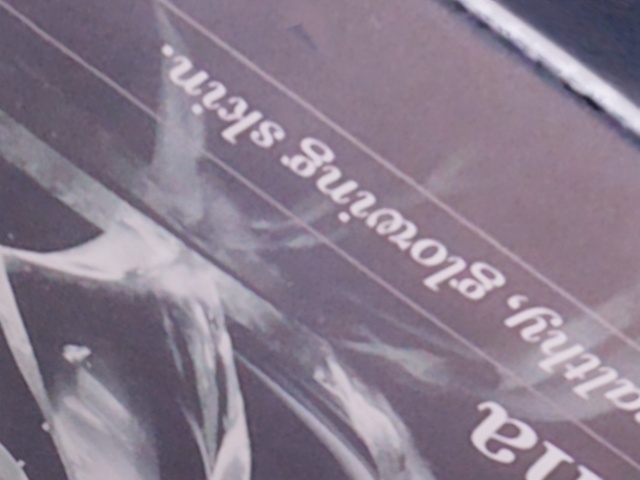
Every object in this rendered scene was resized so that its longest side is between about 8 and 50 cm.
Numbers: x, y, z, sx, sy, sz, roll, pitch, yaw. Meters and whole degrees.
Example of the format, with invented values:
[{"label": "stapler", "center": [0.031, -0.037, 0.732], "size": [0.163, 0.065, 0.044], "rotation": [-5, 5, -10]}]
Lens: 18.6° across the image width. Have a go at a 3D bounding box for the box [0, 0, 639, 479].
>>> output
[{"label": "box", "center": [0.000, 0.000, 0.622], "size": [0.480, 0.297, 0.472], "rotation": [36, 139, 0]}]
